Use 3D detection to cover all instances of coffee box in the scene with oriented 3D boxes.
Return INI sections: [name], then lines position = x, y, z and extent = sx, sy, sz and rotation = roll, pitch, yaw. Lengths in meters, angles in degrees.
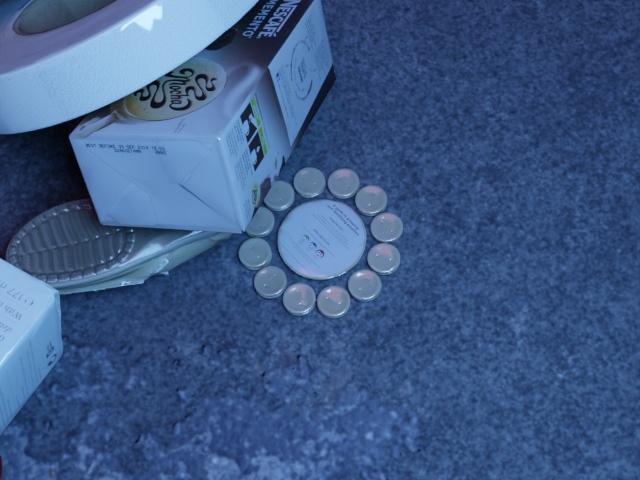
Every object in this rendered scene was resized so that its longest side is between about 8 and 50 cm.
[coffee box]
position = -0.112, -0.144, 1.271
extent = 0.168, 0.119, 0.297
rotation = 4, 39, 21

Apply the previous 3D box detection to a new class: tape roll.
[tape roll]
position = -0.232, -0.254, 1.317
extent = 0.392, 0.072, 0.392
rotation = -21, 30, 13

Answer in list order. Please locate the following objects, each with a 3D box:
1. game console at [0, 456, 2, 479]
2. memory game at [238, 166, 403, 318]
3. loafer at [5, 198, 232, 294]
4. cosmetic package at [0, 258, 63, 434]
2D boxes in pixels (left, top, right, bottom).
[game console]
position = -0.534, 0.336, 1.161
extent = 0.386, 0.060, 0.342
rotation = 10, 66, -2
[memory game]
position = 0.000, 0.000, 1.330
extent = 0.186, 0.012, 0.186
rotation = -2, 64, 4
[loafer]
position = -0.203, 0.003, 1.300
extent = 0.268, 0.092, 0.102
rotation = -15, 63, -5
[cosmetic package]
position = -0.445, 0.173, 1.149
extent = 0.217, 0.156, 0.385
rotation = 28, 60, 7
